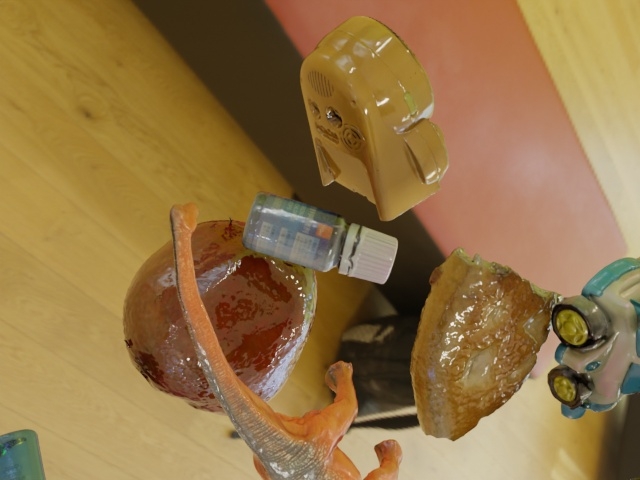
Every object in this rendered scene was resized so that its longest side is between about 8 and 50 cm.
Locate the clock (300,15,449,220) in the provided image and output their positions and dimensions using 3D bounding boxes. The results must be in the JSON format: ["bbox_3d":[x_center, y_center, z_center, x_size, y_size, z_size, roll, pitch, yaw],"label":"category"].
[{"bbox_3d":[0.086,-0.225,1.495,0.200,0.244,0.317,-40,133,-19],"label":"clock"}]

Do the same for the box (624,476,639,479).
[{"bbox_3d":[0.358,0.466,0.938,0.420,0.373,0.138,-96,166,-61],"label":"box"}]

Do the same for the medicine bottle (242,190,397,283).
[{"bbox_3d":[0.000,0.000,1.154,0.083,0.203,0.083,-161,-90,-88],"label":"medicine bottle"}]

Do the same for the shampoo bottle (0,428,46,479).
[{"bbox_3d":[-0.506,0.444,1.442,0.104,0.258,0.061,-16,140,-17],"label":"shampoo bottle"}]

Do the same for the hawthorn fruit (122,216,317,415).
[{"bbox_3d":[-0.147,0.114,1.309,0.311,0.295,0.295,-32,122,-17],"label":"hawthorn fruit"}]

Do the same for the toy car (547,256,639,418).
[{"bbox_3d":[0.274,0.102,0.762,0.126,0.098,0.161,-19,124,-31],"label":"toy car"}]

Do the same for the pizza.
[{"bbox_3d":[0.149,0.077,0.761,0.161,0.062,0.182,-19,122,-20],"label":"pizza"}]

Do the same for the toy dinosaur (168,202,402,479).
[{"bbox_3d":[-0.005,0.102,0.426,0.279,0.055,0.101,64,21,-11],"label":"toy dinosaur"}]
